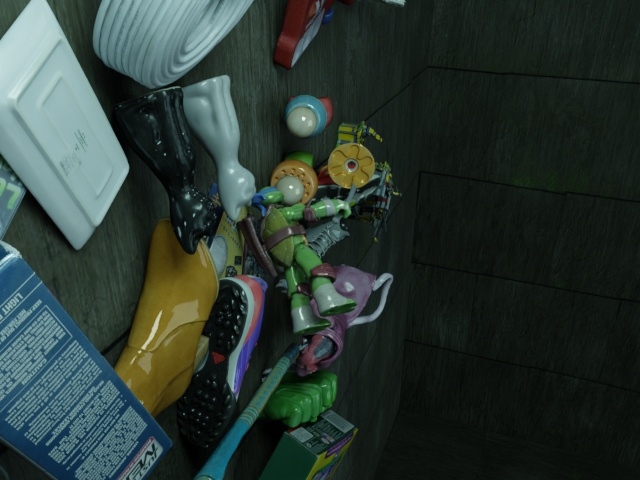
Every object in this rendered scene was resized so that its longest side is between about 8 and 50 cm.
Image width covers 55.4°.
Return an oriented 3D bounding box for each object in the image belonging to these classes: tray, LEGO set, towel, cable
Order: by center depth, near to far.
[{"bbox_3d":[-0.273,-0.111,0.665,0.270,0.030,0.145,85,21,-60],"label":"tray"},{"bbox_3d":[-0.155,-0.293,0.722,0.257,0.089,0.257,-51,-173,5],"label":"cable"},{"bbox_3d":[-0.166,0.373,1.109,0.271,0.040,0.370,-56,177,32],"label":"towel"},{"bbox_3d":[0.152,-0.174,1.726,0.331,0.192,0.254,68,36,-59],"label":"LEGO set"}]

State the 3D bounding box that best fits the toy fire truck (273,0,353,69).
[{"bbox_3d":[0.000,-0.508,1.192,0.254,0.169,0.302,116,-1,-52],"label":"toy fire truck"}]

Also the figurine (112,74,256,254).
[{"bbox_3d":[-0.168,-0.111,0.855,0.215,0.092,0.209,-46,123,-61],"label":"figurine"}]

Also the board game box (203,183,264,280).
[{"bbox_3d":[-0.162,0.026,1.120,0.243,0.042,0.165,62,41,-62],"label":"board game box"}]

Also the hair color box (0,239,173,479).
[{"bbox_3d":[-0.283,0.123,0.564,0.105,0.174,0.347,-52,150,-30],"label":"hair color box"}]

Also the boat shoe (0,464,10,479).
[{"bbox_3d":[-0.355,0.253,0.589,0.095,0.079,0.254,-62,155,-44],"label":"boat shoe"}]

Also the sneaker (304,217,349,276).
[{"bbox_3d":[0.000,0.000,1.433,0.086,0.132,0.228,55,25,-12],"label":"sneaker"}]

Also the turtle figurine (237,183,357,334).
[{"bbox_3d":[-0.005,0.022,1.113,0.275,0.198,0.266,32,36,-63],"label":"turtle figurine"}]

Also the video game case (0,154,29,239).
[{"bbox_3d":[-0.335,-0.095,0.559,0.190,0.022,0.173,61,42,-63],"label":"video game case"}]

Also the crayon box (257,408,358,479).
[{"bbox_3d":[-0.064,0.594,1.483,0.313,0.106,0.363,-60,162,2],"label":"crayon box"}]

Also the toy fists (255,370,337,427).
[{"bbox_3d":[-0.045,0.377,1.472,0.279,0.142,0.096,0,85,-71],"label":"toy fists"}]

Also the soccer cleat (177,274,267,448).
[{"bbox_3d":[-0.161,0.211,1.063,0.116,0.109,0.318,-11,118,-65],"label":"soccer cleat"}]

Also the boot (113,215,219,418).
[{"bbox_3d":[-0.234,0.134,0.859,0.211,0.104,0.295,-56,154,-52],"label":"boot"}]

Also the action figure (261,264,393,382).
[{"bbox_3d":[0.017,0.216,1.439,0.370,0.276,0.248,-72,172,-68],"label":"action figure"}]

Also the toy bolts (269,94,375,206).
[{"bbox_3d":[-0.003,-0.181,1.241,0.158,0.218,0.228,-72,158,-67],"label":"toy bolts"}]

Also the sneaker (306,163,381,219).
[{"bbox_3d":[0.023,-0.133,1.496,0.279,0.118,0.107,-18,144,-43],"label":"sneaker"}]

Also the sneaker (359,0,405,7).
[{"bbox_3d":[0.124,-0.619,1.450,0.292,0.169,0.108,-39,138,-62],"label":"sneaker"}]
